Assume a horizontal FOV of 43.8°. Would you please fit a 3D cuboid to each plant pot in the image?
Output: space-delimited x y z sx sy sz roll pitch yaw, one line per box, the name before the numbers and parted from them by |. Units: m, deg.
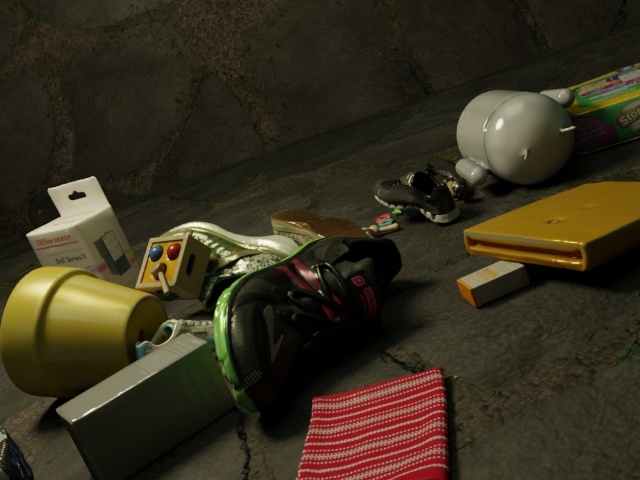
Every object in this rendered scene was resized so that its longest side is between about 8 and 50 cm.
plant pot | -0.435 0.179 1.529 0.239 0.253 0.254 1 23 19

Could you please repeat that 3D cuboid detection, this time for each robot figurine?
robot figurine | 0.434 -0.235 1.792 0.300 0.200 0.353 -45 17 0

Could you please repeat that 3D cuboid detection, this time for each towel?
towel | 0.063 0.250 0.998 0.199 0.031 0.275 -17 16 13

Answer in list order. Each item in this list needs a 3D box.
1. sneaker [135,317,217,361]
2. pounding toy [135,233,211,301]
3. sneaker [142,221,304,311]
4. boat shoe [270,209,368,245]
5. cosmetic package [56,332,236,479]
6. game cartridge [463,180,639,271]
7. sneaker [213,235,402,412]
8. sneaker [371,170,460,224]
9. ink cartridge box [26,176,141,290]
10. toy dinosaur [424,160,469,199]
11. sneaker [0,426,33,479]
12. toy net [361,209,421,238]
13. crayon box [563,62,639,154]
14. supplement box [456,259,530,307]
sneaker | -0.243 0.184 1.495 0.087 0.092 0.229 -7 17 45
pounding toy | -0.293 0.062 1.552 0.130 0.100 0.141 -6 61 35
sneaker | -0.219 0.068 1.625 0.411 0.158 0.182 2 27 28
boat shoe | 0.000 0.000 1.777 0.105 0.089 0.285 -19 25 -35
cosmetic package | -0.265 0.257 1.227 0.238 0.127 0.107 -27 17 -26
game cartridge | 0.453 -0.034 1.335 0.324 0.052 0.285 -18 13 -25
sneaker | -0.009 0.099 1.309 0.202 0.185 0.483 -16 17 33
sneaker | 0.202 -0.116 1.755 0.078 0.106 0.234 -39 41 -27
ink cartridge box | -0.552 0.043 1.878 0.207 0.353 0.119 -9 20 38
toy dinosaur | 0.300 -0.140 1.892 0.118 0.064 0.268 12 20 9
sneaker | -0.530 0.371 1.306 0.081 0.080 0.211 -36 10 -22
toy net | 0.136 -0.043 1.834 0.232 0.045 0.122 -30 19 -27
crayon box | 0.757 -0.336 1.881 0.363 0.106 0.313 -17 18 16
supplement box | 0.281 0.068 1.297 0.099 0.036 0.062 -23 15 -5
